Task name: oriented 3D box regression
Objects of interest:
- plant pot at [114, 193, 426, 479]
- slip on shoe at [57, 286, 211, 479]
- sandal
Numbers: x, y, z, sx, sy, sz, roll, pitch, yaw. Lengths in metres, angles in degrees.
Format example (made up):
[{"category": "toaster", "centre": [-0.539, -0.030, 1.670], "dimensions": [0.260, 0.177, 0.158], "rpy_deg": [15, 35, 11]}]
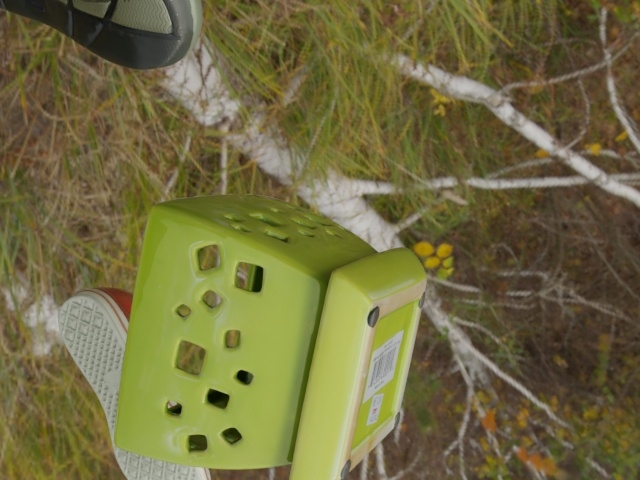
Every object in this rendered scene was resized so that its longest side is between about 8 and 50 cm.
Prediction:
[{"category": "plant pot", "centre": [-0.031, 0.090, 0.740], "dimensions": [0.228, 0.207, 0.227], "rpy_deg": [-11, 115, -66]}, {"category": "slip on shoe", "centre": [-0.228, 0.207, 1.056], "dimensions": [0.123, 0.331, 0.101], "rpy_deg": [-24, -175, 22]}, {"category": "sandal", "centre": [-0.197, -0.221, 0.573], "dimensions": [0.086, 0.302, 0.120], "rpy_deg": [-49, 165, -34]}]
